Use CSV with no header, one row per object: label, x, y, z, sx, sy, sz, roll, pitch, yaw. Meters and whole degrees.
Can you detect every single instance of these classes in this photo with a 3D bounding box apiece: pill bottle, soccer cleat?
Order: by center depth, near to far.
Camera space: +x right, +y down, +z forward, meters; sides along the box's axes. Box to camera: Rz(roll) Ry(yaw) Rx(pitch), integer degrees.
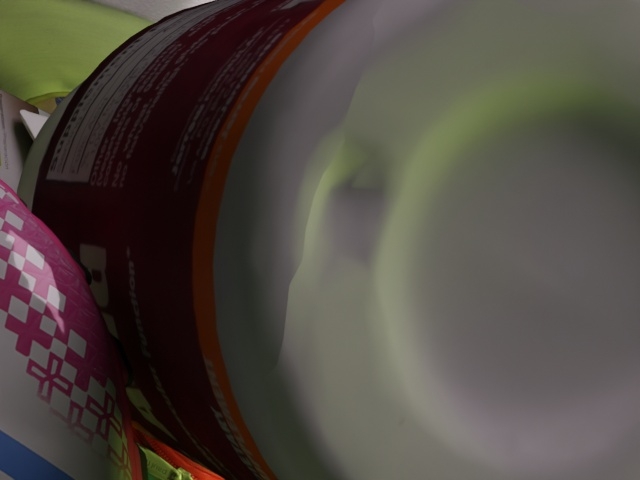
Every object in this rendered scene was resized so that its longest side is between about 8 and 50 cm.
soccer cleat,-0.127,0.104,0.570,0.143,0.116,0.331,6,55,-57
pill bottle,0.000,0.000,0.716,0.224,0.224,0.392,33,-10,-21

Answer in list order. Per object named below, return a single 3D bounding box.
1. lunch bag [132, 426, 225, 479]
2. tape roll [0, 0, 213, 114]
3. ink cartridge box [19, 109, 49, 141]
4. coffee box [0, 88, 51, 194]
lunch bag,-0.059,0.145,1.011,0.293,0.120,0.258,25,17,-49
tape roll,-0.126,-0.057,1.195,0.392,0.072,0.392,18,-35,13
ink cartridge box,-0.097,-0.022,0.993,0.180,0.060,0.104,57,19,21
coffee box,-0.217,-0.013,1.044,0.246,0.141,0.098,26,46,-51
